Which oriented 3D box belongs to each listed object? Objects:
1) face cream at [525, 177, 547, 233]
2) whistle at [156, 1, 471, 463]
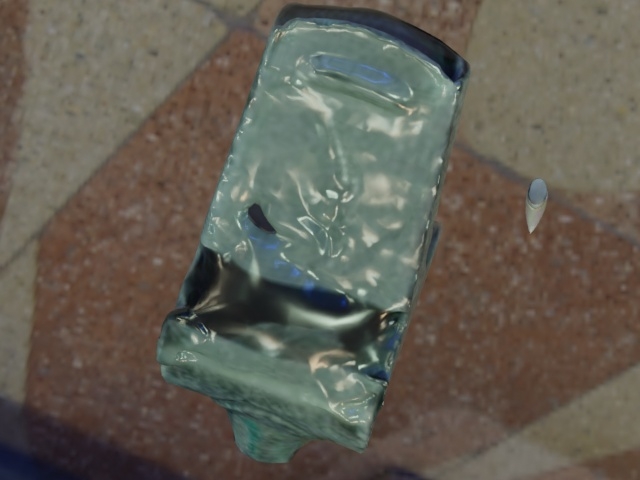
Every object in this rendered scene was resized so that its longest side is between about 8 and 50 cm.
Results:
[{"bbox_3d":[0.206,-0.034,1.466,0.020,0.038,0.115,10,171,9],"label":"face cream"},{"bbox_3d":[-0.008,0.015,1.108,0.168,0.188,0.405,19,151,5],"label":"whistle"}]
